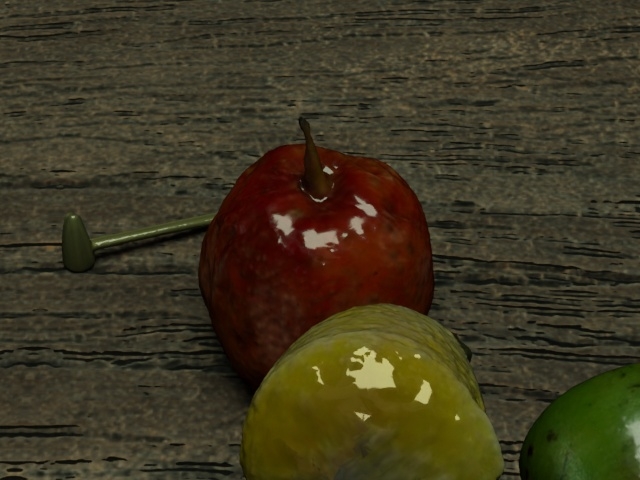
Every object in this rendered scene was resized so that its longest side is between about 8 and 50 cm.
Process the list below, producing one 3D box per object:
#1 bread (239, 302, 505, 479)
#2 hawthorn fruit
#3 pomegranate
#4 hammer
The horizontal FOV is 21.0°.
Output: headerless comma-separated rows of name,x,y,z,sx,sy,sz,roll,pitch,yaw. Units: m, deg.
bread,0.040,0.150,1.261,0.197,0.197,0.170,7,18,8
hawthorn fruit,0.000,0.000,1.389,0.207,0.243,0.207,-1,41,1
pomegranate,0.219,0.199,1.216,0.240,0.190,0.159,-9,47,-10
hammer,-0.137,-0.020,1.549,0.195,0.060,0.028,-13,44,-19
